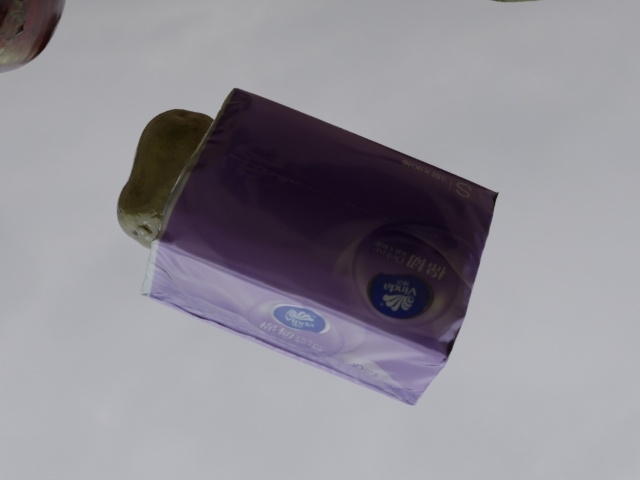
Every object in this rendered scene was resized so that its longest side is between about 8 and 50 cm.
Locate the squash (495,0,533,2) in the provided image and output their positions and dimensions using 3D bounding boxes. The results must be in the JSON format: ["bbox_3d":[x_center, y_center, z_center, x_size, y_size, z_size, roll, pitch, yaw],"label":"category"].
[{"bbox_3d":[0.303,-0.431,1.366,0.261,0.189,0.189,-13,-158,-20],"label":"squash"}]

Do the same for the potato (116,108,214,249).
[{"bbox_3d":[-0.195,-0.077,1.278,0.157,0.157,0.194,9,-129,35],"label":"potato"}]

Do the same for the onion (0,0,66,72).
[{"bbox_3d":[-0.179,-0.139,0.489,0.119,0.118,0.117,2,-121,24],"label":"onion"}]

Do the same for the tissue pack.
[{"bbox_3d":[0.000,0.000,1.066,0.338,0.160,0.242,22,-125,-2],"label":"tissue pack"}]
